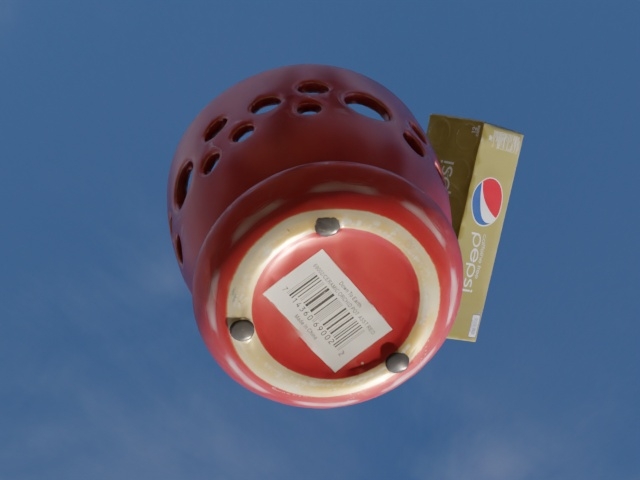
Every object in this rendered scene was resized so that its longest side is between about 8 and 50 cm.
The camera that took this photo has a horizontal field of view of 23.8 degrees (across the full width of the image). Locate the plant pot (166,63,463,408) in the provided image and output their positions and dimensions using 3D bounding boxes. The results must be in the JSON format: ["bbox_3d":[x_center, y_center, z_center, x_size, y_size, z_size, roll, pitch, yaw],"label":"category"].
[{"bbox_3d":[0.000,0.000,0.989,0.191,0.174,0.191,-4,-64,-9],"label":"plant pot"}]

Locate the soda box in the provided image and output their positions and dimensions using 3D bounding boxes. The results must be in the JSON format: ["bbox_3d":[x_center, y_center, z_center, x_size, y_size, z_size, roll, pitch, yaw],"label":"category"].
[{"bbox_3d":[0.111,-0.011,1.265,0.061,0.058,0.181,15,-88,44],"label":"soda box"}]
